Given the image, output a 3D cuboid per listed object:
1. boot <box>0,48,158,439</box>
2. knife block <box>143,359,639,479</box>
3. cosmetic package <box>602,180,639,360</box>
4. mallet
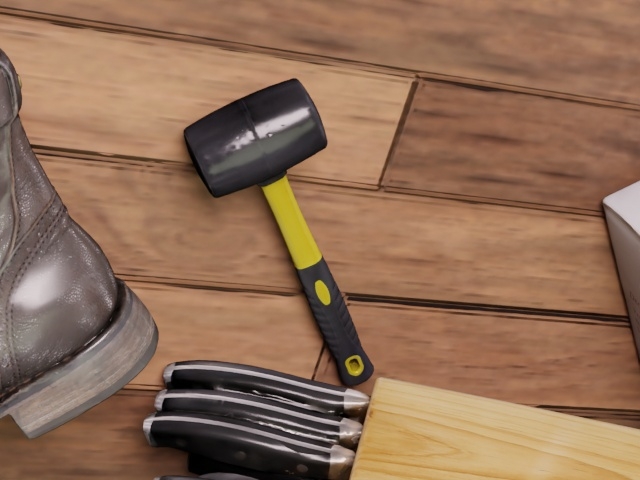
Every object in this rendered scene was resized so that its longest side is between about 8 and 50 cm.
[{"bbox_3d":[-0.212,0.006,0.669,0.263,0.091,0.229,-31,121,-7],"label":"boot"},{"bbox_3d":[0.059,0.123,0.785,0.275,0.242,0.088,-22,141,-27],"label":"knife block"},{"bbox_3d":[0.263,0.049,0.845,0.151,0.151,0.184,-26,127,-7],"label":"cosmetic package"},{"bbox_3d":[0.000,0.000,0.779,0.062,0.039,0.190,-31,131,1],"label":"mallet"}]
